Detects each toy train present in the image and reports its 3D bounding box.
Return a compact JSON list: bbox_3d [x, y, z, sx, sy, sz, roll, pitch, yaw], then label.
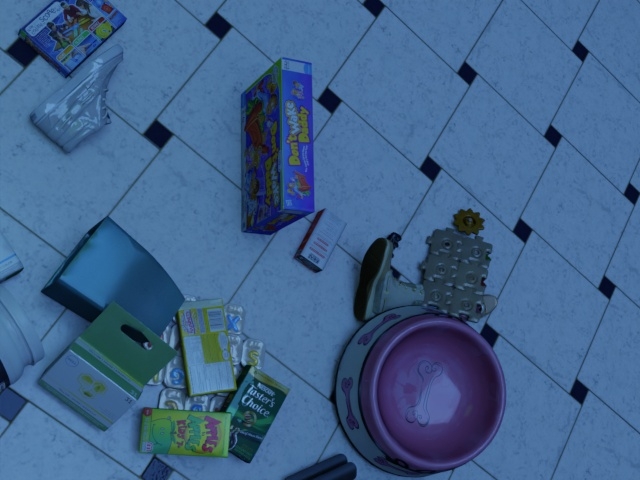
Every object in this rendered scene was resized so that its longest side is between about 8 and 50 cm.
[{"bbox_3d":[0.160,0.045,2.112,0.036,0.027,0.158,33,65,-15],"label":"toy train"}]

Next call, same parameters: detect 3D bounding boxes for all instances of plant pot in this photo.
[{"bbox_3d":[-0.411,0.099,1.724,0.234,0.166,0.165,40,63,-17],"label":"plant pot"}]

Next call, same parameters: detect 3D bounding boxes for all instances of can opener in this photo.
[{"bbox_3d":[-0.047,0.559,1.866,0.280,0.074,0.093,-21,123,-28],"label":"can opener"}]

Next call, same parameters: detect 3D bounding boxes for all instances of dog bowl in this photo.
[{"bbox_3d":[0.247,0.350,1.958,0.408,0.150,0.407,2,83,-18],"label":"dog bowl"}]

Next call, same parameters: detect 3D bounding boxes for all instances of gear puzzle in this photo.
[{"bbox_3d":[0.352,0.055,2.190,0.176,0.044,0.338,16,59,3],"label":"gear puzzle"}]

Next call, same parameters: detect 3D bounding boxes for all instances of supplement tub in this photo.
[{"bbox_3d":[-0.670,0.217,1.539,0.272,0.191,0.191,-33,94,-30],"label":"supplement tub"}]

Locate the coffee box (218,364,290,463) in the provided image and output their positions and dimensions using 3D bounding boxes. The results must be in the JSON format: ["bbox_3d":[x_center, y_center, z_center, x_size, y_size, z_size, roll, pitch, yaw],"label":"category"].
[{"bbox_3d":[-0.157,0.375,1.838,0.113,0.040,0.184,37,69,-17],"label":"coffee box"}]

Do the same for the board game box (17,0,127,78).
[{"bbox_3d":[-0.544,-0.472,1.861,0.136,0.035,0.201,44,62,-12],"label":"board game box"}]

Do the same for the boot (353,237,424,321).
[{"bbox_3d":[0.180,0.098,2.050,0.165,0.077,0.213,5,107,-28],"label":"boot"}]

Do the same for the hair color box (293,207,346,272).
[{"bbox_3d":[0.000,0.000,2.030,0.072,0.043,0.141,36,63,-16],"label":"hair color box"}]

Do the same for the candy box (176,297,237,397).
[{"bbox_3d":[-0.248,0.230,1.820,0.105,0.027,0.205,-5,73,-21],"label":"candy box"}]

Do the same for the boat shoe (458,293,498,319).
[{"bbox_3d":[0.403,0.179,2.189,0.170,0.059,0.063,-18,87,-29],"label":"boat shoe"}]

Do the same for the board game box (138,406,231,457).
[{"bbox_3d":[-0.279,0.398,1.751,0.182,0.043,0.092,5,79,-7],"label":"board game box"}]

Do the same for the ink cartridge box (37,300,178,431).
[{"bbox_3d":[-0.417,0.251,1.654,0.171,0.235,0.056,41,27,-13],"label":"ink cartridge box"}]

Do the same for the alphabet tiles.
[{"bbox_3d":[-0.256,0.263,1.845,0.284,0.021,0.277,15,72,-25],"label":"alphabet tiles"}]

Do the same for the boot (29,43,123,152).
[{"bbox_3d":[-0.494,-0.304,1.826,0.123,0.095,0.258,48,70,-17],"label":"boot"}]

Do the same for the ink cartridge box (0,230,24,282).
[{"bbox_3d":[-0.690,-0.003,1.656,0.109,0.062,0.209,-34,94,-29],"label":"ink cartridge box"}]

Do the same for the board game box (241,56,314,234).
[{"bbox_3d":[-0.101,-0.207,1.918,0.078,0.233,0.346,5,75,-27],"label":"board game box"}]
